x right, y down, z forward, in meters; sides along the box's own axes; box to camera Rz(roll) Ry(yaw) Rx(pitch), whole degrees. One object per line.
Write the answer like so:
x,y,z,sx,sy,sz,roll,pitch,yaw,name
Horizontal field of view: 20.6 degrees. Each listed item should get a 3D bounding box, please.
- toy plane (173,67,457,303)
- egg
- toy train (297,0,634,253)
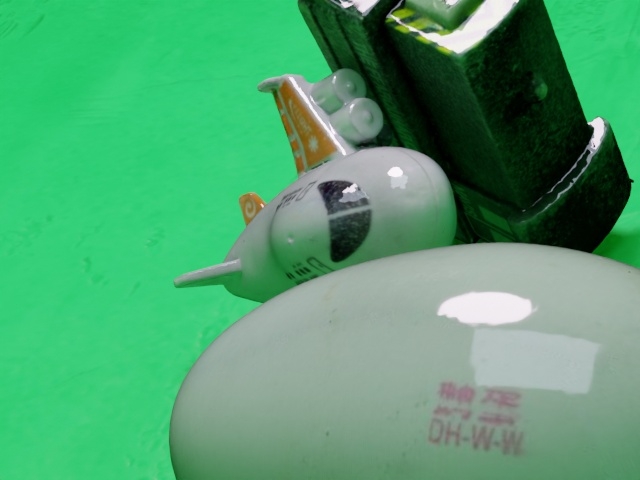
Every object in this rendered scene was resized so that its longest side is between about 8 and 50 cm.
0.000,0.000,1.249,0.117,0.245,0.244,-4,20,-36,toy plane
0.077,0.117,0.989,0.371,0.230,0.230,-3,30,32,egg
0.115,-0.109,1.293,0.178,0.330,0.138,32,73,38,toy train
